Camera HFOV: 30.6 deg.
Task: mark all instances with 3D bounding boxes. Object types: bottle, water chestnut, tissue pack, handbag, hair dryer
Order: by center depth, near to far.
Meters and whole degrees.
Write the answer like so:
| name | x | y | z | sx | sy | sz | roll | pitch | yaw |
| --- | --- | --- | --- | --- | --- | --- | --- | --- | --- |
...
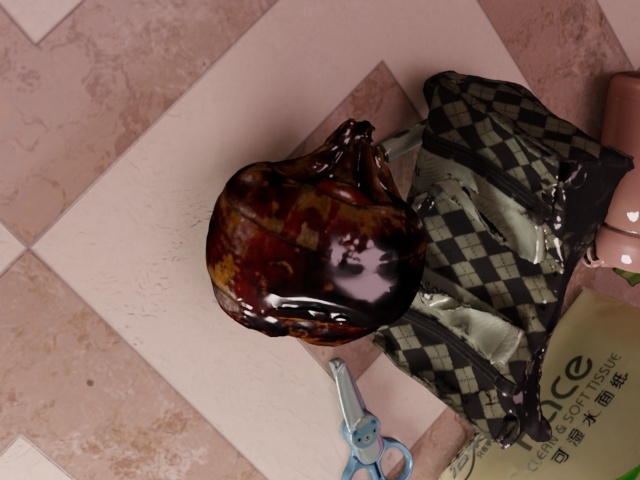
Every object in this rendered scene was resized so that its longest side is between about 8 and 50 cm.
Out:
| name | x | y | z | sx | sy | sz | roll | pitch | yaw |
| --- | --- | --- | --- | --- | --- | --- | --- | --- | --- |
| water chestnut | 0.000 | 0.000 | 1.442 | 0.289 | 0.289 | 0.244 | 24 | 60 | -35 |
| handbag | 0.230 | 0.029 | 1.506 | 0.180 | 0.317 | 0.416 | 1 | 116 | -27 |
| hair dryer | 0.121 | -0.144 | 1.589 | 0.198 | 0.057 | 0.100 | -32 | 117 | -14 |
| tissue pack | 0.427 | 0.309 | 1.742 | 0.405 | 0.332 | 0.205 | -50 | 125 | -10 |
| bottle | 0.483 | -0.100 | 1.763 | 0.206 | 0.173 | 0.296 | 5 | 107 | -1 |

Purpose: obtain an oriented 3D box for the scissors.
| name | x | y | z | sx | sy | sz | roll | pitch | yaw |
| --- | --- | --- | --- | --- | --- | --- | --- | --- | --- |
| scissors | 0.060 | 0.274 | 1.686 | 0.125 | 0.030 | 0.256 | -31 | 121 | -22 |

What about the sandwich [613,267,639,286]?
| name | x | y | z | sx | sy | sz | roll | pitch | yaw |
| --- | --- | --- | --- | --- | --- | --- | --- | --- | --- |
| sandwich | 0.530 | 0.006 | 1.910 | 0.116 | 0.074 | 0.074 | -37 | 128 | 21 |
